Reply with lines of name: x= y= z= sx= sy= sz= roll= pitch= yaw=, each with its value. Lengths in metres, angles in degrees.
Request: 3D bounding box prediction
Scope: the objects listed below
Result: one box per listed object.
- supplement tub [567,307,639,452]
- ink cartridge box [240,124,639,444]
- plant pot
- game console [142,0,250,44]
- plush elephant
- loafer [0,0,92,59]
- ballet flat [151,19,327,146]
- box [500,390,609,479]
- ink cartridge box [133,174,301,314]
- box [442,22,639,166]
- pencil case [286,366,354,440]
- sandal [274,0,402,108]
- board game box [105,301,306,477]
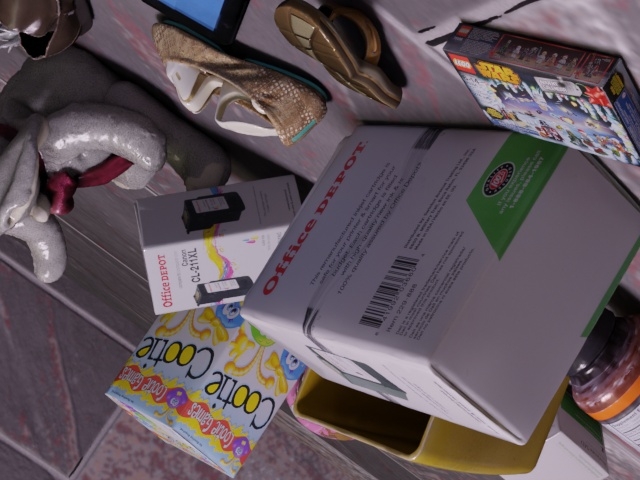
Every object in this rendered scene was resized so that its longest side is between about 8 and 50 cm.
supplement tub: x=0.302 y=0.137 z=1.339 sx=0.198 sy=0.106 sz=0.106 roll=37 pitch=165 yaw=-9
ink cartridge box: x=0.092 y=0.023 z=1.210 sx=0.121 sy=0.211 sz=0.289 roll=40 pitch=166 yaw=-29
plant pot: x=0.134 y=0.130 z=1.515 sx=0.187 sy=0.212 sz=0.212 roll=28 pitch=171 yaw=-35
game console: x=-0.200 y=-0.213 z=1.170 sx=0.173 sy=0.250 sz=0.293 roll=60 pitch=166 yaw=5
plush elephant: x=-0.309 y=-0.080 z=1.641 sx=0.330 sy=0.255 sz=0.272 roll=43 pitch=163 yaw=-33
loafer: x=-0.272 y=-0.233 z=1.419 sx=0.080 sy=0.078 sz=0.220 roll=30 pitch=165 yaw=14
ballet flat: x=-0.089 y=-0.141 z=1.348 sx=0.206 sy=0.067 sz=0.073 roll=25 pitch=167 yaw=32
box: x=0.259 y=0.234 z=1.703 sx=0.102 sy=0.087 sz=0.101 roll=-32 pitch=123 yaw=27
ink cartridge box: x=-0.105 y=0.006 z=1.604 sx=0.127 sy=0.175 sz=0.072 roll=88 pitch=170 yaw=-54
box: x=0.159 y=-0.101 z=1.023 sx=0.137 sy=0.027 sz=0.094 roll=21 pitch=160 yaw=42
pencil case: x=0.080 y=0.187 z=1.887 sx=0.167 sy=0.160 sz=0.386 roll=63 pitch=161 yaw=-6
sandal: x=0.021 y=-0.151 z=1.134 sx=0.072 sy=0.049 sz=0.180 roll=32 pitch=-179 yaw=29
board game box: x=-0.117 y=0.134 z=1.890 sx=0.144 sy=0.275 sz=0.142 roll=19 pitch=160 yaw=43
